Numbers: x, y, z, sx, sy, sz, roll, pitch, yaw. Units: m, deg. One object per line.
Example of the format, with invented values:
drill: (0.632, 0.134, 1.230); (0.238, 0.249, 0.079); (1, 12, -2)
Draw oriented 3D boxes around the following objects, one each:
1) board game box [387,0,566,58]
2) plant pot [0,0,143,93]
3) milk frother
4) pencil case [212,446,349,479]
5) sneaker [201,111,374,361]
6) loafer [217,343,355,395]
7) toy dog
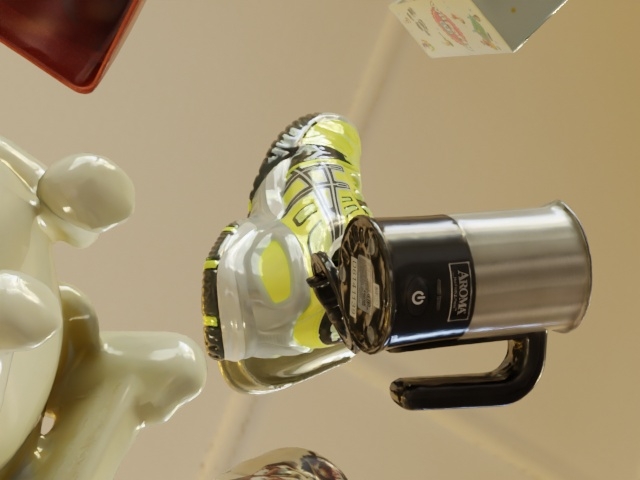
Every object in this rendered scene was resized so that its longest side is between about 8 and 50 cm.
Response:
board game box: (0.223, -0.316, 1.673); (0.224, 0.303, 0.097); (-43, -77, -6)
plant pot: (-0.233, -0.351, 1.383); (0.267, 0.267, 0.236); (34, -143, -2)
milk frother: (0.074, 0.027, 0.915); (0.134, 0.143, 0.129); (-4, -60, -20)
pencil case: (-0.083, 0.318, 1.376); (0.410, 0.183, 0.160); (-21, -70, -68)
sneaker: (0.000, 0.000, 1.443); (0.385, 0.147, 0.145); (-68, -20, -53)
loafer: (0.009, 0.086, 1.574); (0.268, 0.092, 0.102); (-24, -95, -31)
toy dog: (-0.302, 0.018, 0.997); (0.284, 0.395, 0.408); (-55, -37, -36)
